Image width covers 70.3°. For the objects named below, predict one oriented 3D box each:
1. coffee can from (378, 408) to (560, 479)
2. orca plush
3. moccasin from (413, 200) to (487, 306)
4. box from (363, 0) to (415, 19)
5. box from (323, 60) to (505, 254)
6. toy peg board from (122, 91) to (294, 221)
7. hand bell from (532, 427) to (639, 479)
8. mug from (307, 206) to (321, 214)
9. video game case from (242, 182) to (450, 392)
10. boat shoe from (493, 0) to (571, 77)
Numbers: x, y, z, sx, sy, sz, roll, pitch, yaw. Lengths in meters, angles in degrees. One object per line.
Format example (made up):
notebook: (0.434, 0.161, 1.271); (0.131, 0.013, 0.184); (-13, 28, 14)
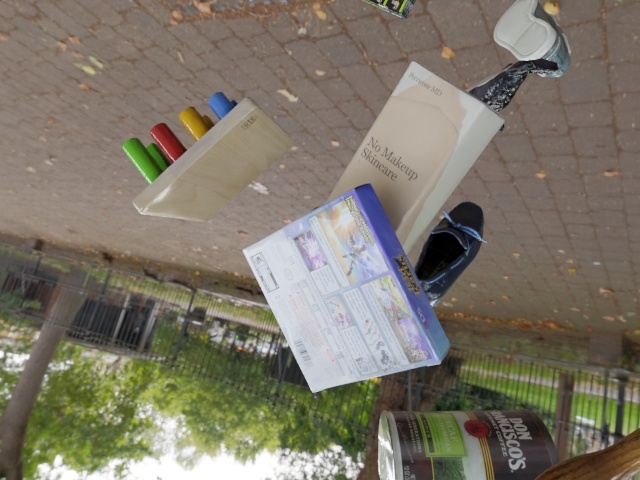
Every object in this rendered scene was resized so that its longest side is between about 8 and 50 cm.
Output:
coffee can: (0.256, 0.415, 0.827); (0.275, 0.201, 0.201); (0, 167, -1)
orca plush: (0.342, -0.264, 0.867); (0.102, 0.151, 0.287); (55, 165, -8)
moccasin: (0.325, 0.017, 1.115); (0.138, 0.342, 0.117); (20, 146, 22)
box: (0.184, -0.683, 1.141); (0.184, 0.190, 0.045); (36, -160, 22)
box: (0.139, -0.110, 0.753); (0.148, 0.311, 0.121); (42, -155, 26)
toy peg board: (-0.131, -0.106, 0.526); (0.079, 0.161, 0.161); (51, -173, 7)
hand bell: (0.248, 0.155, 0.341); (0.126, 0.242, 0.126); (46, -167, -14)
mug: (0.005, 0.005, 1.095); (0.097, 0.157, 0.129); (-1, 173, 36)
video game case: (0.030, 0.084, 0.708); (0.244, 0.269, 0.061); (-26, -179, 36)
boat shoe: (0.485, -0.465, 1.041); (0.099, 0.319, 0.116); (30, 128, -19)
